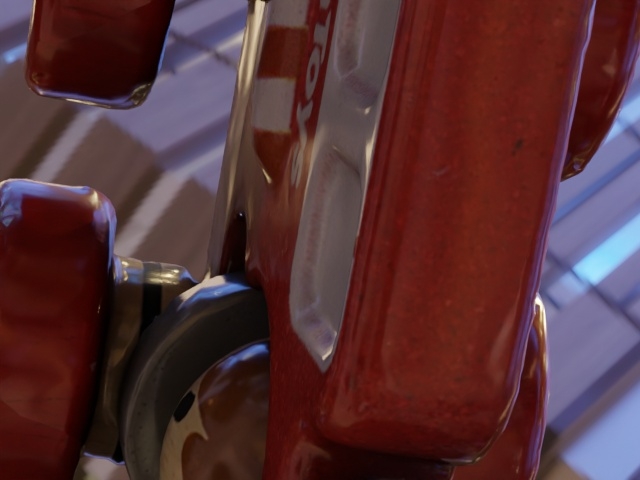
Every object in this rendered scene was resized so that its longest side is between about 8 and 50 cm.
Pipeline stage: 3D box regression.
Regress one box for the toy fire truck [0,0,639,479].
[{"bbox_3d":[0.000,0.000,0.483,0.169,0.254,0.302,10,-81,-10],"label":"toy fire truck"}]
